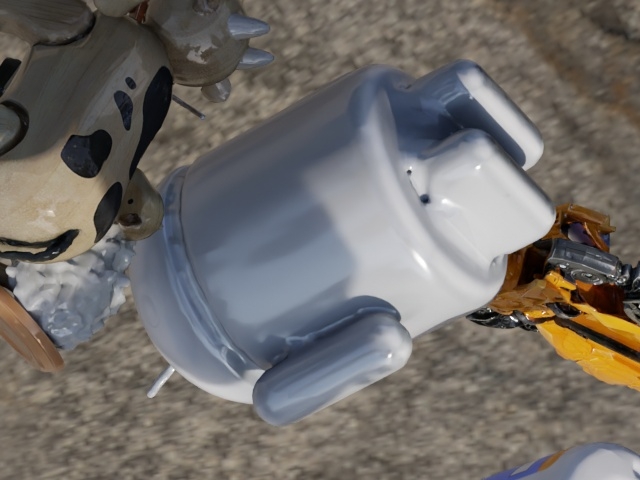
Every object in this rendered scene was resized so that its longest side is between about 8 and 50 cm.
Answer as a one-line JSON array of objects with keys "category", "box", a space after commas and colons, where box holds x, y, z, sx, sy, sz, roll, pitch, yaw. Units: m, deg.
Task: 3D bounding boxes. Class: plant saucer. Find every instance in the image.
[{"category": "plant saucer", "box": [-0.193, 0.053, 1.166, 0.013, 0.083, 0.083, -42, 99, -16]}]

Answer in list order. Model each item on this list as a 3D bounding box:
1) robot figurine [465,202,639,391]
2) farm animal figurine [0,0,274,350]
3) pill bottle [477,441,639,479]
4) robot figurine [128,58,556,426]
[{"category": "robot figurine", "box": [0.245, 0.055, 1.526, 0.291, 0.211, 0.085, 28, 66, -27]}, {"category": "farm animal figurine", "box": [-0.128, -0.123, 1.086, 0.172, 0.330, 0.326, 14, 72, 20]}, {"category": "pill bottle", "box": [0.128, 0.255, 1.375, 0.152, 0.272, 0.152, 21, 57, -36]}, {"category": "robot figurine", "box": [0.000, 0.000, 1.406, 0.200, 0.353, 0.300, 44, 32, -36]}]
